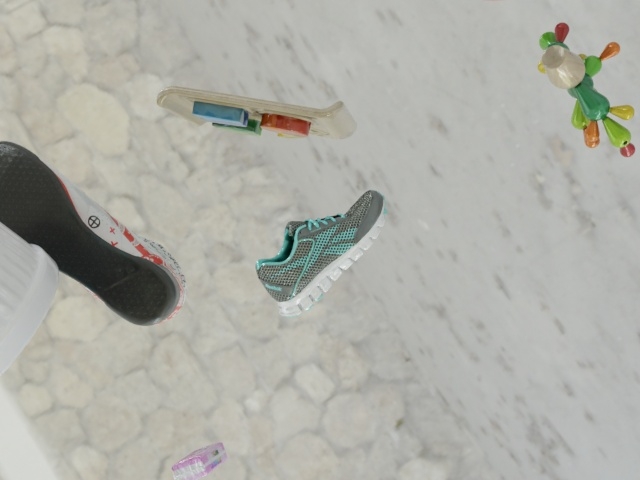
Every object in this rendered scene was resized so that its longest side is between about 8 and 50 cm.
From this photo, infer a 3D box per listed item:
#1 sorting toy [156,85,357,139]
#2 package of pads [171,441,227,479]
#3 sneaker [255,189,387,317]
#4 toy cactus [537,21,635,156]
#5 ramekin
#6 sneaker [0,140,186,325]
[{"bbox_3d":[-0.069,-0.155,1.223,0.307,0.229,0.041,7,-91,-83],"label":"sorting toy"},{"bbox_3d":[-0.165,0.305,1.241,0.083,0.050,0.032,-8,-102,-76],"label":"package of pads"},{"bbox_3d":[0.000,0.000,0.943,0.076,0.166,0.065,47,167,-17],"label":"sneaker"},{"bbox_3d":[0.362,-0.223,1.250,0.180,0.112,0.219,19,-130,-55],"label":"toy cactus"},{"bbox_3d":[-0.334,0.057,0.761,0.109,0.207,0.207,50,175,-28],"label":"ramekin"},{"bbox_3d":[-0.265,-0.001,1.024,0.270,0.090,0.145,38,178,2],"label":"sneaker"}]
